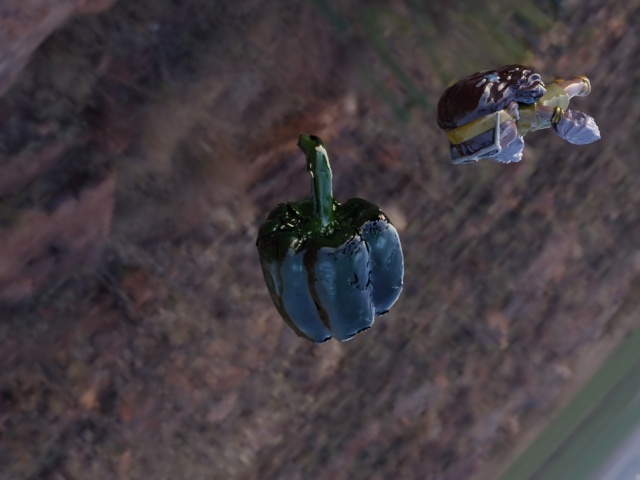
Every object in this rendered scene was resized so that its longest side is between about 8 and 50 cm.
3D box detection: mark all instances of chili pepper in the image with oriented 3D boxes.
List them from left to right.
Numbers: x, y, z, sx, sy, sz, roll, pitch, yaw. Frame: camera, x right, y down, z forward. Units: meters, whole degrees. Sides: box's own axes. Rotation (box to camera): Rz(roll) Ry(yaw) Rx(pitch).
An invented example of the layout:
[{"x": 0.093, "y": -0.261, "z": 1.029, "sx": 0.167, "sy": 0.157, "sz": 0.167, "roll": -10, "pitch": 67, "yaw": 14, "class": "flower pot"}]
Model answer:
[{"x": 0.000, "y": 0.000, "z": 1.782, "sx": 0.165, "sy": 0.173, "sz": 0.261, "roll": -40, "pitch": 128, "yaw": -36, "class": "chili pepper"}]

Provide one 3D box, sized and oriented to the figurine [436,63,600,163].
[{"x": 0.248, "y": -0.163, "z": 1.760, "sx": 0.240, "sy": 0.116, "sz": 0.174, "roll": -7, "pitch": 176, "yaw": -40, "class": "figurine"}]
